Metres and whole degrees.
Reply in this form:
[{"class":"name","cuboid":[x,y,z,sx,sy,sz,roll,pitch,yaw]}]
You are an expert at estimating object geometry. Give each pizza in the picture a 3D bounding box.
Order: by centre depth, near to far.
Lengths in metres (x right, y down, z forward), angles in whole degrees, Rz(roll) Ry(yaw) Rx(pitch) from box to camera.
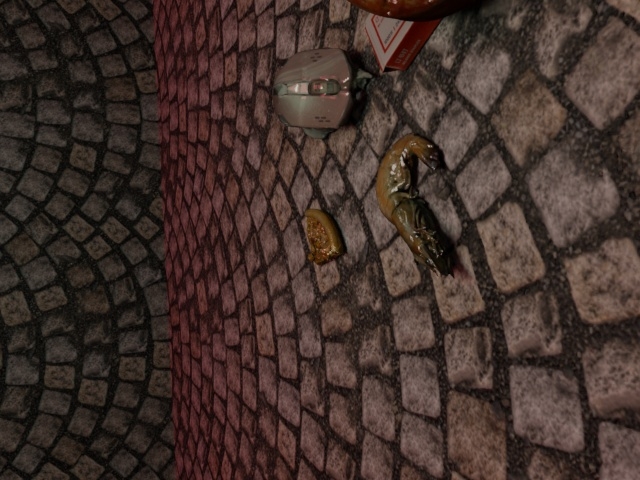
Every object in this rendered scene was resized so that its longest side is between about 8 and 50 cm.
[{"class":"pizza","cuboid":[0.000,0.000,1.383,0.178,0.041,0.130,65,146,37]}]

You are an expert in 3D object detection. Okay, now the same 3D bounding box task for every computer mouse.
[{"class":"computer mouse","cuboid":[-0.017,-0.319,1.323,0.389,0.115,0.199,16,108,62]}]

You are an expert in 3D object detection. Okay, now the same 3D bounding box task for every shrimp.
[{"class":"shrimp","cuboid":[0.171,-0.069,1.043,0.296,0.058,0.169,62,140,46]}]

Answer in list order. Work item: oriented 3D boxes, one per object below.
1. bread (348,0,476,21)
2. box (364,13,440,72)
[{"class":"bread","cuboid":[0.133,-0.472,0.887,0.328,0.114,0.294,12,108,34]},{"class":"box","cuboid":[0.157,-0.406,1.048,0.229,0.050,0.122,-51,47,51]}]
